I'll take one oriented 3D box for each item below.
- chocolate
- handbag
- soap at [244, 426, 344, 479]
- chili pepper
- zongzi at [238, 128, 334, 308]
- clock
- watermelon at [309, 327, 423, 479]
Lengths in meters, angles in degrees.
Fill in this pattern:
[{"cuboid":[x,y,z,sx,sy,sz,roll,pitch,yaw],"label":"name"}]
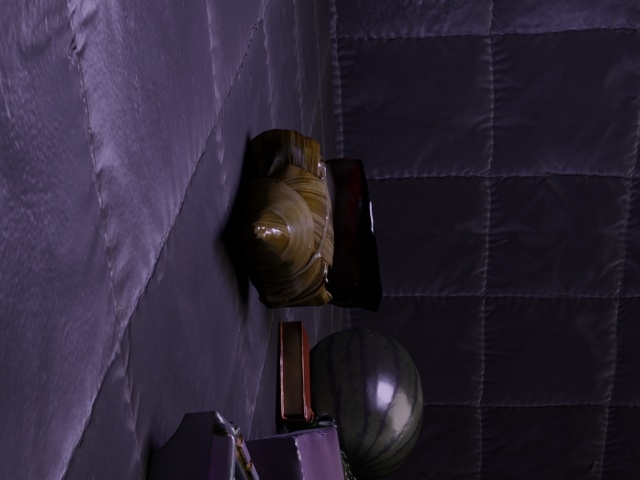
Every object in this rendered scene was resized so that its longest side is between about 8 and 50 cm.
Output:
[{"cuboid":[0.000,0.000,1.788,0.283,0.186,0.283,-9,90,-90],"label":"chocolate"},{"cuboid":[-0.047,0.261,1.936,0.127,0.063,0.190,78,10,-68],"label":"handbag"},{"cuboid":[-0.025,0.426,1.509,0.296,0.107,0.285,34,46,-74],"label":"soap"},{"cuboid":[-0.019,0.413,1.898,0.264,0.148,0.116,76,-12,-61],"label":"chili pepper"},{"cuboid":[-0.064,-0.066,1.467,0.288,0.134,0.286,59,24,-66],"label":"zongzi"},{"cuboid":[-0.116,0.313,0.988,0.186,0.083,0.253,81,9,-57],"label":"clock"},{"cuboid":[0.079,0.334,2.137,0.279,0.279,0.359,84,5,-46],"label":"watermelon"}]
